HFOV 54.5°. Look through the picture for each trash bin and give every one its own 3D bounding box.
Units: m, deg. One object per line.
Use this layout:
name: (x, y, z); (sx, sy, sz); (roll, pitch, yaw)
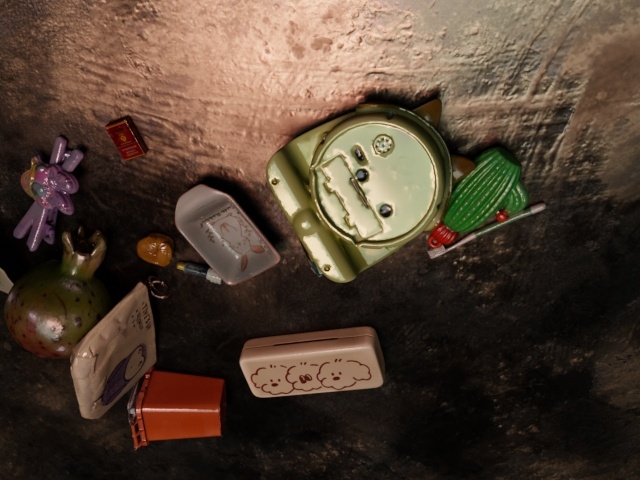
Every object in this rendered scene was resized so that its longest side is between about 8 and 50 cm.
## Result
trash bin: (-0.366, 0.438, 1.604); (0.238, 0.184, 0.161); (3, 124, 0)

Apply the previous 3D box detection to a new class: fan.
fan: (-0.875, 0.000, 1.443); (0.414, 0.012, 0.233); (37, 147, -3)

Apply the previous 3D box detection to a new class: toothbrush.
toothbrush: (0.336, -0.020, 1.274); (0.257, 0.018, 0.024); (-25, 110, 24)

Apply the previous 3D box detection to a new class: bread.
bread: (-0.368, 0.020, 1.399); (0.081, 0.046, 0.083); (-33, 114, 29)

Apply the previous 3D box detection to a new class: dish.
dish: (-0.201, -0.025, 1.330); (0.154, 0.064, 0.234); (-26, 117, 24)

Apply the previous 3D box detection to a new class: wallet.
wallet: (-0.460, 0.260, 1.438); (0.068, 0.275, 0.335); (28, 136, 18)

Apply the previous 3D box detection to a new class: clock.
clock: (0.099, -0.110, 1.152); (0.348, 0.117, 0.286); (-29, 98, 17)

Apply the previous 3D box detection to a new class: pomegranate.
pomegranate: (-0.587, 0.114, 1.418); (0.242, 0.242, 0.306); (7, 84, 4)

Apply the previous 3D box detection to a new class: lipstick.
lipstick: (-0.277, 0.069, 1.425); (0.116, 0.037, 0.037); (15, 125, 4)

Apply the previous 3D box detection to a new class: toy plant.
toy plant: (0.281, -0.085, 1.202); (0.240, 0.088, 0.155); (-24, 105, 35)

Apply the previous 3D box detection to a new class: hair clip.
hair clip: (-0.580, -0.083, 1.330); (0.137, 0.090, 0.278); (38, 123, 13)

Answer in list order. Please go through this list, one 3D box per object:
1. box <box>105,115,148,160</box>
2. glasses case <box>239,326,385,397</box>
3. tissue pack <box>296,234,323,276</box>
box: (-0.394, -0.207, 1.264); (0.051, 0.023, 0.082); (-15, 120, 17)
glasses case: (-0.019, 0.297, 1.508); (0.336, 0.076, 0.144); (-9, 121, 15)
tissue pack: (0.000, 0.001, 1.313); (0.085, 0.079, 0.111); (-29, 119, -10)
